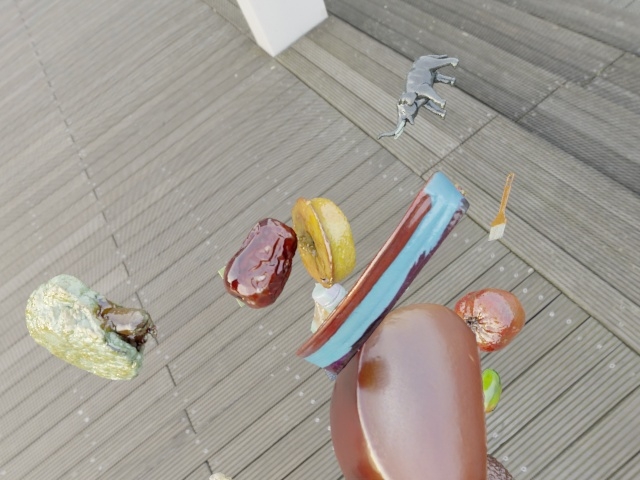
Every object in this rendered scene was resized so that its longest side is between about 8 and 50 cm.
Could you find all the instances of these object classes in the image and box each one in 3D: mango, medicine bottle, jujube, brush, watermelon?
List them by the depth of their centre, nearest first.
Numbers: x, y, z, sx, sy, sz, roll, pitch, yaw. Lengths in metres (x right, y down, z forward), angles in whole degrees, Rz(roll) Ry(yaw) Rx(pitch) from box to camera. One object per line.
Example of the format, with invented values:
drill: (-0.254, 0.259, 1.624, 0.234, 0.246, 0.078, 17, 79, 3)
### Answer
jujube: (-0.145, 0.055, 1.013, 0.155, 0.155, 0.230, 22, 80, 28)
brush: (0.767, -0.147, 1.688, 0.017, 0.090, 0.314, 23, 76, -12)
mango: (0.713, 0.644, 1.722, 0.111, 0.125, 0.233, 22, 33, 23)
medicine bottle: (0.060, 0.264, 1.838, 0.135, 0.168, 0.135, -42, 20, 19)
watermelon: (0.087, 0.374, 2.037, 0.264, 0.151, 0.302, 17, 104, 52)

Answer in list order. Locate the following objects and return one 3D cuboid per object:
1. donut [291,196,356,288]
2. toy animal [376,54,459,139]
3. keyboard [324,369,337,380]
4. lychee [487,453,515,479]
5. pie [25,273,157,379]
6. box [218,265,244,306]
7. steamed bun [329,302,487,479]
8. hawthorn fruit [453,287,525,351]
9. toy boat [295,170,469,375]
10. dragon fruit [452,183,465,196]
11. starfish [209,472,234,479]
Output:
donut: (0.001, 0.003, 1.064, 0.118, 0.253, 0.253, -24, 55, -17)
toy animal: (0.262, -0.362, 1.043, 0.137, 0.082, 0.269, 25, 89, 18)
keyboard: (0.130, 0.553, 1.794, 0.250, 0.017, 0.087, -9, 44, -28)
lychee: (0.441, 0.675, 1.088, 0.194, 0.194, 0.194, -9, 60, 15)
pie: (-0.492, 0.201, 0.855, 0.274, 0.257, 0.105, 27, 33, -1)
box: (-0.325, 0.178, 1.720, 0.043, 0.311, 0.173, -33, 88, 5)
steamed bun: (0.150, 0.305, 0.755, 0.248, 0.235, 0.379, 18, 52, -4)
hawthorn fruit: (0.751, 0.338, 1.756, 0.287, 0.330, 0.287, 3, 93, 53)
toy boat: (0.067, 0.076, 0.575, 0.079, 0.392, 0.136, 36, 36, 10)
dragon fruit: (0.559, -0.165, 1.742, 0.133, 0.208, 0.150, 33, 85, 26)
starfish: (-0.051, 0.572, 0.703, 0.432, 0.082, 0.324, -7, 102, 37)
